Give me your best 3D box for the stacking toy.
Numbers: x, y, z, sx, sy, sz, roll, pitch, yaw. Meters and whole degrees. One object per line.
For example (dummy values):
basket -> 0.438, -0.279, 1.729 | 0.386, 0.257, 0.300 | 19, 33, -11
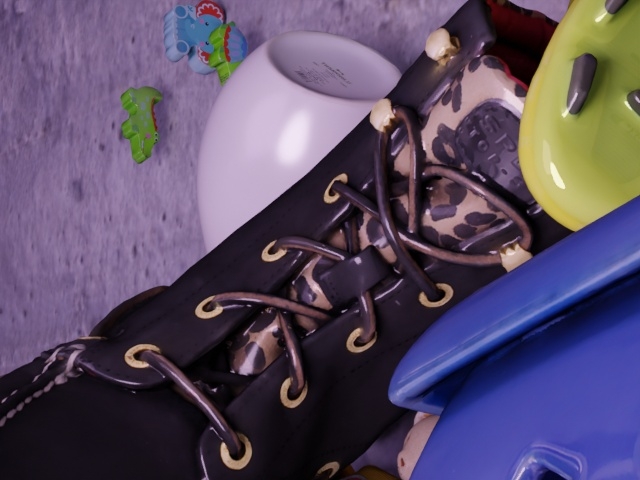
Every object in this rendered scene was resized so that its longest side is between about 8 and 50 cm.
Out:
stacking toy -> -0.091, -0.183, 1.282 | 0.167, 0.052, 0.221 | -27, 61, 56

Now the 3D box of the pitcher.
pitcher -> 0.000, 0.000, 1.022 | 0.178, 0.125, 0.207 | 40, 129, 33

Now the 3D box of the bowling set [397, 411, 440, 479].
bowling set -> 0.068, 0.161, 0.774 | 0.154, 0.200, 0.287 | -55, 42, 32

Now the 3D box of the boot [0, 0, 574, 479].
boot -> -0.002, 0.029, 0.778 | 0.284, 0.377, 0.138 | -45, 77, 23

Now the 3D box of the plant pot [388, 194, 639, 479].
plant pot -> 0.158, 0.105, 0.602 | 0.236, 0.236, 0.212 | -36, 46, 51

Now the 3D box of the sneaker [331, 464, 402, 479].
sneaker -> -0.011, 0.170, 1.027 | 0.225, 0.088, 0.092 | -6, 56, 59

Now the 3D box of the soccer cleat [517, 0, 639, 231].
soccer cleat -> 0.142, -0.094, 0.727 | 0.121, 0.093, 0.289 | -43, 14, 51
